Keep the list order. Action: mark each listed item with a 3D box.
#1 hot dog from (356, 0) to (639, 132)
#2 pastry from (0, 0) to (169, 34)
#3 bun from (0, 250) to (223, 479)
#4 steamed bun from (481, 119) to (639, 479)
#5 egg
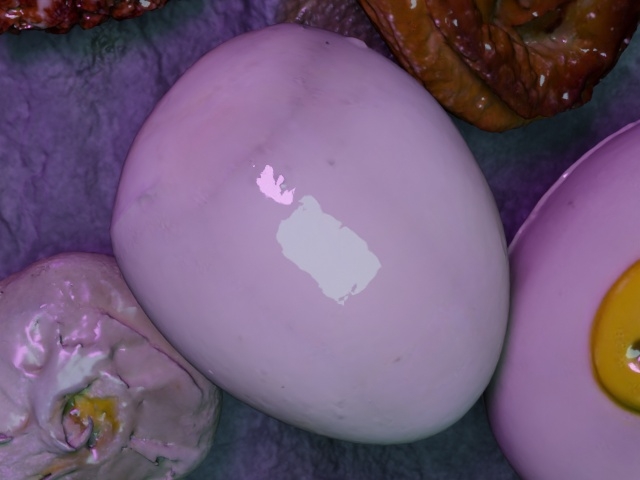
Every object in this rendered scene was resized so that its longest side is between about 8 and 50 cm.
[{"bbox_3d":[0.117,-0.269,0.797,0.267,0.174,0.387,-40,102,-10],"label":"hot dog"},{"bbox_3d":[-0.197,-0.232,0.804,0.209,0.097,0.115,-10,111,-7],"label":"pastry"},{"bbox_3d":[-0.204,0.129,0.838,0.239,0.141,0.239,-2,103,-9],"label":"bun"},{"bbox_3d":[0.306,0.075,0.816,0.334,0.334,0.374,29,100,-11],"label":"steamed bun"},{"bbox_3d":[0.000,0.000,0.766,0.283,0.283,0.345,-43,87,1],"label":"egg"}]
